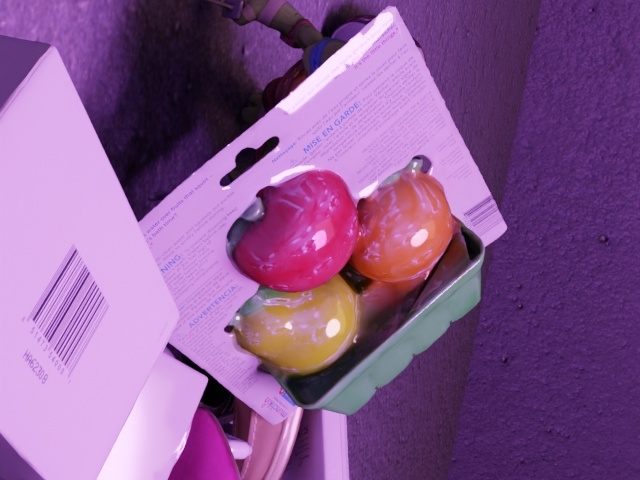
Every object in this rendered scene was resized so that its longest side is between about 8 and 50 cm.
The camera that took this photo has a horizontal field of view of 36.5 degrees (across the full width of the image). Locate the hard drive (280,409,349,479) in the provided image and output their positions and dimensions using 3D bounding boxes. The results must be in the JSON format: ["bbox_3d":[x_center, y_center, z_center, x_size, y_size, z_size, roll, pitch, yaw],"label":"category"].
[{"bbox_3d":[-0.027,0.179,1.152,0.203,0.040,0.308,137,-44,-58],"label":"hard drive"}]

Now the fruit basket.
[{"bbox_3d":[0.000,0.000,0.899,0.327,0.165,0.353,-42,135,-2],"label":"fruit basket"}]

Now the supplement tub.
[{"bbox_3d":[0.075,-0.251,1.340,0.198,0.106,0.106,-9,112,-70],"label":"supplement tub"}]

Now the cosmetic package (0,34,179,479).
[{"bbox_3d":[-0.221,0.006,0.497,0.224,0.224,0.138,78,30,-53],"label":"cosmetic package"}]

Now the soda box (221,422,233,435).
[{"bbox_3d":[-0.153,0.266,1.125,0.216,0.073,0.069,-7,111,-70],"label":"soda box"}]

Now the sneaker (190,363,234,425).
[{"bbox_3d":[-0.121,0.176,1.163,0.170,0.063,0.075,-24,133,-61],"label":"sneaker"}]

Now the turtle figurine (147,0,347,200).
[{"bbox_3d":[-0.076,-0.138,0.969,0.274,0.198,0.266,-23,170,-14],"label":"turtle figurine"}]

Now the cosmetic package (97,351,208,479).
[{"bbox_3d":[-0.201,0.105,0.715,0.231,0.085,0.117,42,62,-43],"label":"cosmetic package"}]

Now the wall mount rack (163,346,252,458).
[{"bbox_3d":[-0.222,0.252,0.858,0.304,0.130,0.350,20,83,-39],"label":"wall mount rack"}]

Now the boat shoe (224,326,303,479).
[{"bbox_3d":[-0.082,0.111,1.095,0.121,0.110,0.341,152,-55,-65],"label":"boat shoe"}]

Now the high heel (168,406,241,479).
[{"bbox_3d":[-0.159,0.324,0.773,0.181,0.127,0.378,1,92,-35],"label":"high heel"}]
